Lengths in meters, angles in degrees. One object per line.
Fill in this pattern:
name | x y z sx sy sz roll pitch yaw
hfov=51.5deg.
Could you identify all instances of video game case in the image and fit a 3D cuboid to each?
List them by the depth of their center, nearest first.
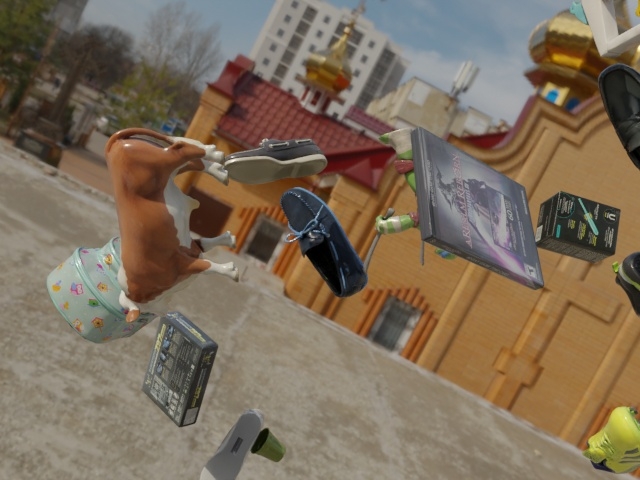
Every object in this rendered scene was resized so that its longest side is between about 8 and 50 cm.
video game case | 0.251 -0.047 1.053 0.274 0.196 0.026 22 -36 -35

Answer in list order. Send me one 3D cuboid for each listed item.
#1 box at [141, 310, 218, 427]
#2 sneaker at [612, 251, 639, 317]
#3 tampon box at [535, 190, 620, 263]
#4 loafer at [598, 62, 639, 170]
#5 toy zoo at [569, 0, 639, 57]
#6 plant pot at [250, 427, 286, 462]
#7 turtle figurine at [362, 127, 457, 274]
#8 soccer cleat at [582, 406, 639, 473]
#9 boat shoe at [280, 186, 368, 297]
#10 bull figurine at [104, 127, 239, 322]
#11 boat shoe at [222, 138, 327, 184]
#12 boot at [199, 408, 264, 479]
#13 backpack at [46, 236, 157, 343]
box | -0.360 0.323 1.682 0.183 0.233 0.059 29 18 37
sneaker | 0.612 0.119 1.165 0.235 0.084 0.097 56 -18 23
tampon box | 0.622 -0.030 1.611 0.160 0.121 0.101 17 -16 -4
loafer | 0.480 -0.159 0.974 0.223 0.076 0.078 59 34 -1
toy zoo | 0.436 -0.369 0.863 0.030 0.193 0.293 -2 -9 -24
plant pot | -0.143 0.591 1.892 0.079 0.083 0.083 40 0 -17
turtle figurine | 0.171 -0.075 1.346 0.197 0.267 0.274 -10 -7 -23
soccer cleat | 0.565 0.395 1.273 0.289 0.121 0.094 53 20 -55
boat shoe | 0.000 0.000 1.358 0.258 0.109 0.089 49 42 11
bull figurine | -0.221 -0.013 0.974 0.188 0.311 0.101 -6 27 -5
boat shoe | -0.089 -0.151 1.214 0.206 0.075 0.065 -7 62 -28
boot | -0.235 0.587 1.851 0.095 0.258 0.123 34 -6 9
backpack | -0.354 0.081 1.110 0.166 0.144 0.188 55 14 5
